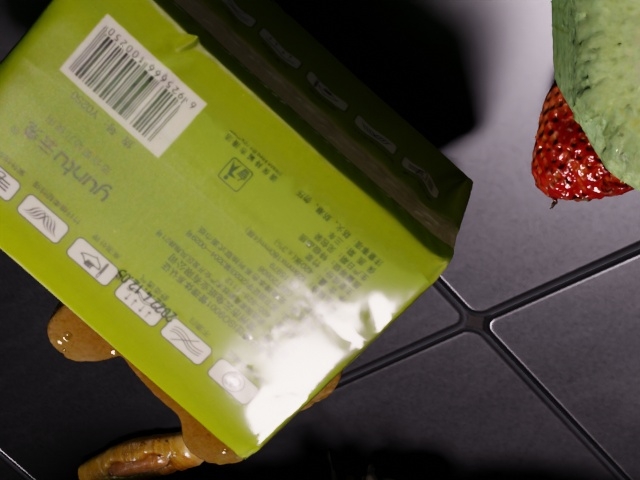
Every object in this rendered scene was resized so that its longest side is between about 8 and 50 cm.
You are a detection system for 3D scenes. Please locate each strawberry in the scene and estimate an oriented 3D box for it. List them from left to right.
[{"bbox_3d":[0.166,-0.063,1.016,0.073,0.073,0.083,-9,113,27],"label":"strawberry"}]

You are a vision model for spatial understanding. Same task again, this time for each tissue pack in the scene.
[{"bbox_3d":[-0.073,-0.039,1.009,0.275,0.167,0.200,42,113,-8],"label":"tissue pack"}]

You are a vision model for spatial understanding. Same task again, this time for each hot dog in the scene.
[{"bbox_3d":[-0.159,0.191,1.389,0.137,0.028,0.044,-17,116,33],"label":"hot dog"}]

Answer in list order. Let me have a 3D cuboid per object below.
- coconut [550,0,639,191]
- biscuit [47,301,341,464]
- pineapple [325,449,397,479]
[{"bbox_3d":[0.222,-0.118,0.854,0.236,0.236,0.204,36,111,-12],"label":"coconut"},{"bbox_3d":[-0.123,0.042,1.228,0.301,0.049,0.197,42,122,-18],"label":"biscuit"},{"bbox_3d":[0.090,0.258,1.284,0.340,0.169,0.169,19,134,14],"label":"pineapple"}]
